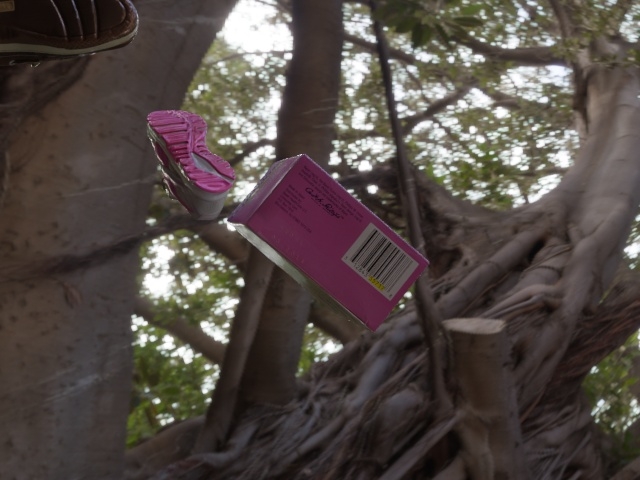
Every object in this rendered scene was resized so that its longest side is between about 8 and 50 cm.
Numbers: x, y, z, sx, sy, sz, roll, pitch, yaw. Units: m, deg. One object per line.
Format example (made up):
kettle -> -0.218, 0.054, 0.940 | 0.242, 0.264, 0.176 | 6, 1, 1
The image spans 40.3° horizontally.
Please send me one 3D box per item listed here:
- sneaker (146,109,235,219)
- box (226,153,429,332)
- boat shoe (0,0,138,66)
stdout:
sneaker -> -0.231, -0.126, 1.467 | 0.252, 0.102, 0.111 | 59, -37, 39
box -> 0.000, 0.000, 1.179 | 0.213, 0.243, 0.117 | 40, -96, -10
boat shoe -> -0.344, -0.253, 1.044 | 0.257, 0.095, 0.095 | 0, -105, -3
